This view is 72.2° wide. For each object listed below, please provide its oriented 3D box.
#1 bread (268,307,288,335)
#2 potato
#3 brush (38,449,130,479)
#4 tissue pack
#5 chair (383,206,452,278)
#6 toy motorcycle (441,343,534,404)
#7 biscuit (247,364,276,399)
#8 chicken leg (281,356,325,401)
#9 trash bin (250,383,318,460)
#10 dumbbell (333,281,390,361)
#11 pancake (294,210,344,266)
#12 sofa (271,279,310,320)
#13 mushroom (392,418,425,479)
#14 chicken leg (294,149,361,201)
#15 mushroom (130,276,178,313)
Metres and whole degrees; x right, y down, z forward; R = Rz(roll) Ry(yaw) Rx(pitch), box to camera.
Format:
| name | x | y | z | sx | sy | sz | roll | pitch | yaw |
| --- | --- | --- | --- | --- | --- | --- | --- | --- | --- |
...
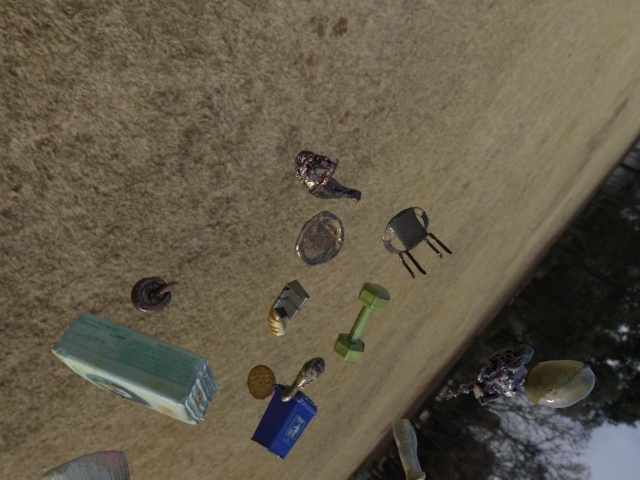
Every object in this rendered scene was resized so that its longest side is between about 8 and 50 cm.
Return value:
| name | x | y | z | sx | sy | sz | roll | pitch | yaw |
| --- | --- | --- | --- | --- | --- | --- | --- | --- | --- |
| bread | -0.220 | 0.406 | 2.260 | 0.119 | 0.084 | 0.177 | -71 | 161 | -46 |
| potato | 0.831 | 0.493 | 1.527 | 0.235 | 0.178 | 0.160 | -16 | 113 | -7 |
| brush | -0.384 | 0.492 | 0.838 | 0.267 | 0.166 | 0.174 | 0 | 141 | -40 |
| tissue pack | -0.510 | 0.375 | 1.265 | 0.287 | 0.389 | 0.162 | 97 | 14 | -57 |
| chair | 0.303 | 0.004 | 1.420 | 0.174 | 0.213 | 0.149 | -36 | 178 | -4 |
| toy motorcycle | 0.659 | 0.541 | 1.686 | 0.402 | 0.134 | 0.206 | -14 | 110 | -23 |
| biscuit | -0.320 | 0.773 | 2.395 | 0.187 | 0.188 | 0.027 | -57 | 151 | 8 |
| chicken leg | -0.065 | 0.483 | 1.528 | 0.198 | 0.069 | 0.085 | -45 | -172 | -1 |
| trash bin | -0.146 | 0.682 | 1.667 | 0.234 | 0.184 | 0.162 | -56 | 130 | -27 |
| dumbbell | 0.150 | 0.301 | 1.608 | 0.108 | 0.121 | 0.301 | 0 | 119 | -55 |
| pancake | 0.000 | -0.001 | 1.788 | 0.250 | 0.031 | 0.249 | -21 | 127 | -30 |
| sofa | -0.106 | 0.212 | 1.501 | 0.060 | 0.085 | 0.147 | -23 | 156 | -47 |
| mushroom | 0.316 | 0.756 | 1.569 | 0.081 | 0.223 | 0.092 | -17 | 129 | 8 |
| chicken leg | 0.025 | -0.249 | 1.772 | 0.322 | 0.178 | 0.082 | 50 | 30 | -34 |
| mushroom | -0.596 | 0.190 | 1.587 | 0.171 | 0.135 | 0.080 | -24 | -177 | -28 |
